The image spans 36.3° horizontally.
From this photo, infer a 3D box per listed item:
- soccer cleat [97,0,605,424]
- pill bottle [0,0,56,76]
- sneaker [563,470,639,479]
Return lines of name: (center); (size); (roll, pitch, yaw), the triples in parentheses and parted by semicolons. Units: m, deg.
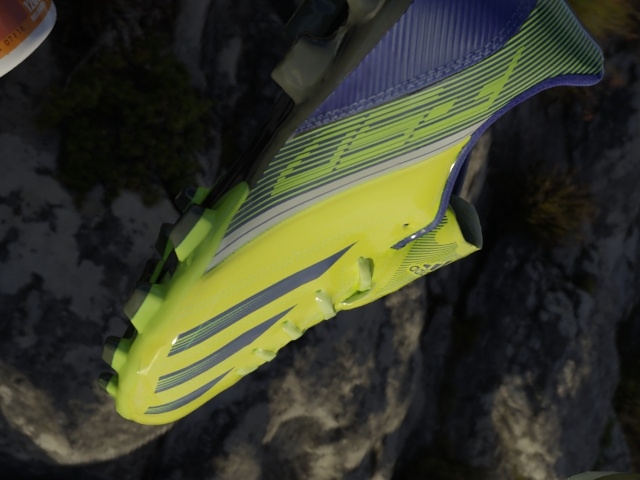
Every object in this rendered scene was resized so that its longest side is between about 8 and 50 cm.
soccer cleat: (0.000, 0.000, 0.416); (0.289, 0.121, 0.093); (-52, -165, 32)
pill bottle: (-0.315, -0.232, 0.758); (0.121, 0.121, 0.216); (-52, 131, -23)
sneaker: (0.297, 0.179, 0.447); (0.182, 0.410, 0.158); (117, -21, -54)
